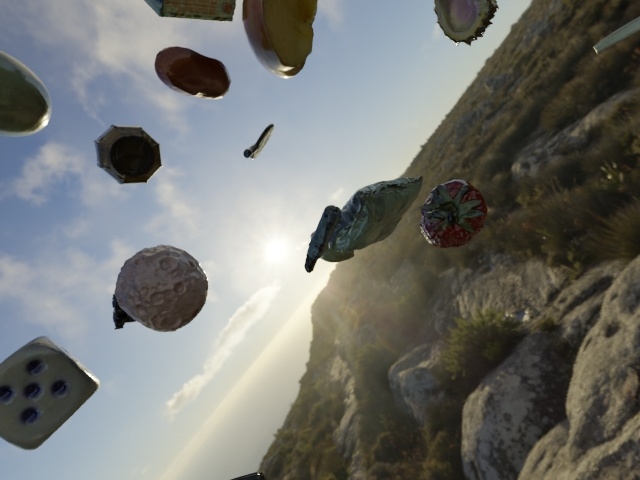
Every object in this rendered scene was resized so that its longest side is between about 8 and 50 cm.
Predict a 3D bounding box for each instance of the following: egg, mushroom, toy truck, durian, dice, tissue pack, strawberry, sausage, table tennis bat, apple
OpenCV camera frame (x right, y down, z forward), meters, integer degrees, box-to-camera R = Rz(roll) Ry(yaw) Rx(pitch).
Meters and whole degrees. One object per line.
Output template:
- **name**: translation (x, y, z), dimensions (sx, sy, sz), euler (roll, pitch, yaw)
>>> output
- **egg**: translation (-1.014, -0.458, 1.261), dimensions (0.258, 0.258, 0.352), euler (-52, -12, 3)
- **mushroom**: translation (0.047, 0.015, 1.835), dimensions (0.164, 0.189, 0.267), euler (-19, 1, -12)
- **toy truck**: translation (-0.670, 0.201, 1.471), dimensions (0.161, 0.177, 0.213), euler (-7, -39, -32)
- **durian**: translation (0.315, -0.543, 0.917), dimensions (0.078, 0.224, 0.140), euler (-25, -14, -16)
- **dice**: translation (-0.654, 0.350, 0.952), dimensions (0.194, 0.192, 0.193), euler (-50, 8, -28)
- **tissue pack**: translation (-0.510, -0.944, 1.558), dimensions (0.311, 0.228, 0.128), euler (-21, -30, -40)
- **strawberry**: translation (0.253, -0.040, 0.776), dimensions (0.131, 0.131, 0.148), euler (-51, -41, -5)
- **sausage**: translation (-0.380, -0.499, 1.237), dimensions (0.133, 0.133, 0.258), euler (-53, -19, 25)
- **table tennis bat**: translation (-0.222, -0.345, 1.470), dimensions (0.150, 0.027, 0.236), euler (-55, 6, 30)
- **apple**: translation (-0.136, -0.712, 1.341), dimensions (0.314, 0.252, 0.309), euler (-167, 91, -84)

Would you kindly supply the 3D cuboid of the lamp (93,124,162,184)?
- **lamp**: translation (-0.501, -0.225, 1.066), dimensions (0.161, 0.161, 0.185), euler (-51, 36, -10)

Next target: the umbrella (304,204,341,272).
- **umbrella**: translation (0.001, -0.001, 1.192), dimensions (0.053, 0.052, 0.250), euler (-33, -26, -44)

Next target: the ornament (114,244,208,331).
- **ornament**: translation (-0.455, 0.131, 1.199), dimensions (0.225, 0.259, 0.259), euler (-50, -4, -8)

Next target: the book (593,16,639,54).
- **book**: translation (0.444, -0.296, 0.483), dimensions (0.199, 0.016, 0.138), euler (-33, 4, -19)

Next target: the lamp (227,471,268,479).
- **lamp**: translation (-0.187, 0.744, 0.985), dimensions (0.283, 0.125, 0.203), euler (-87, -3, -56)

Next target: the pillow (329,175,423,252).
- **pillow**: translation (0.175, -0.080, 1.326), dimensions (0.283, 0.138, 0.310), euler (-20, -24, -33)
